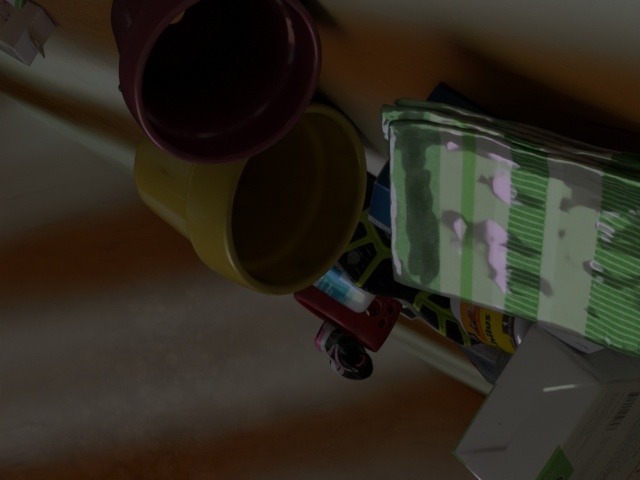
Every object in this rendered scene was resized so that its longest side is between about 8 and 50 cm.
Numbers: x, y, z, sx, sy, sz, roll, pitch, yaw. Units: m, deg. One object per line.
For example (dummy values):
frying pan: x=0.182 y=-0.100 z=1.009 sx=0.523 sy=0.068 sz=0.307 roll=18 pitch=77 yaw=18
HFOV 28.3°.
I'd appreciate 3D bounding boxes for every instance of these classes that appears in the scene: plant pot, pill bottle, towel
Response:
plant pot: x=-0.127 y=-0.204 z=1.307 sx=0.201 sy=0.201 sz=0.180 roll=40 pitch=-175 yaw=-42
pill bottle: x=0.275 y=0.102 z=1.820 sx=0.117 sy=0.117 sz=0.215 roll=36 pitch=172 yaw=-24
plant pot: x=0.070 y=0.087 z=2.358 sx=0.191 sy=0.174 sz=0.191 roll=31 pitch=173 yaw=5
pill bottle: x=0.000 y=0.000 z=2.198 sx=0.264 sy=0.146 sz=0.146 roll=32 pitch=173 yaw=2
plant pot: x=-0.108 y=-0.081 z=1.659 sx=0.239 sy=0.254 sz=0.254 roll=22 pitch=167 yaw=40
towel: x=0.209 y=0.001 z=1.145 sx=0.325 sy=0.038 sz=0.247 roll=17 pitch=139 yaw=23

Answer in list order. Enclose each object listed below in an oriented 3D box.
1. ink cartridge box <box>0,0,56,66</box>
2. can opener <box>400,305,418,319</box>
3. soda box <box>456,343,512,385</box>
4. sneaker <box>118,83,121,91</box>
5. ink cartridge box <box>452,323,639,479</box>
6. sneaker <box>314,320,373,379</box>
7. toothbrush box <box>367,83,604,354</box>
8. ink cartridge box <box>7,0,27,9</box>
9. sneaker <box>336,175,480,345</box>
ink cartridge box: x=-0.539 y=-0.378 z=2.212 sx=0.143 sy=0.090 sz=0.092 roll=30 pitch=172 yaw=11
can opener: x=0.098 y=0.067 z=2.503 sx=0.283 sy=0.076 sz=0.095 roll=31 pitch=172 yaw=20
soda box: x=0.340 y=0.212 z=2.363 sx=0.098 sy=0.091 sz=0.286 roll=29 pitch=172 yaw=27
sneaker: x=-0.269 y=-0.235 z=2.108 sx=0.158 sy=0.065 sz=0.061 roll=30 pitch=172 yaw=22
ink cartridge box: x=0.347 y=0.210 z=1.576 sx=0.353 sy=0.207 sz=0.119 roll=4 pitch=-148 yaw=-48
sneaker: x=0.056 y=0.217 z=2.316 sx=0.077 sy=0.072 sz=0.178 roll=27 pitch=171 yaw=37
toothbrush box: x=0.207 y=-0.012 z=1.333 sx=0.296 sy=0.126 sz=0.216 roll=33 pitch=172 yaw=6
ink cartridge box: x=-0.526 y=-0.443 z=1.876 sx=0.235 sy=0.056 sz=0.171 roll=37 pitch=171 yaw=-11
sneaker: x=0.110 y=0.025 z=1.939 sx=0.385 sy=0.145 sz=0.147 roll=42 pitch=178 yaw=-25
